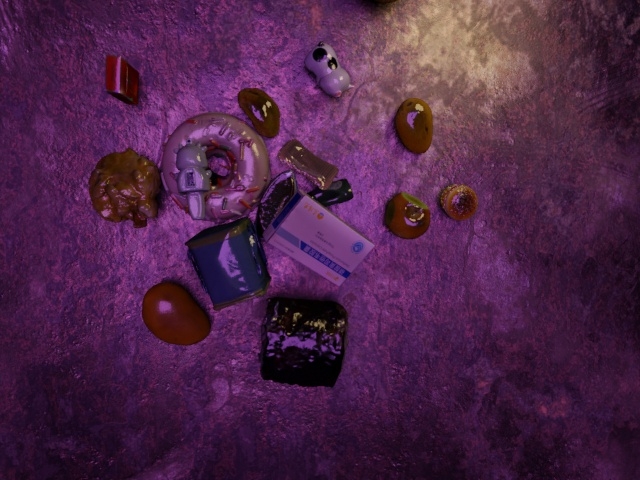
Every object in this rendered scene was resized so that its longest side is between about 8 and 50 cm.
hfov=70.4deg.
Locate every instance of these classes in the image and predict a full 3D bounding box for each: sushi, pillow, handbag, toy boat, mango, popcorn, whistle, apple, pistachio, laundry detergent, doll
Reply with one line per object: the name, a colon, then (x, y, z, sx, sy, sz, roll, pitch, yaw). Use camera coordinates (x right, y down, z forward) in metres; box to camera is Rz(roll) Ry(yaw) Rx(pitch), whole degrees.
sushi: (-0.058, 0.336, 1.520, 0.293, 0.299, 0.282, 10, 95, -5)
pillow: (-0.043, -0.263, 1.560, 0.211, 0.034, 0.135, 34, 54, -2)
handbag: (-0.294, 0.068, 1.488, 0.222, 0.263, 0.241, -17, 100, 3)
toy boat: (-0.150, -0.118, 1.550, 0.114, 0.115, 0.262, 24, 84, -1)
mango: (-0.502, 0.262, 1.553, 0.175, 0.139, 0.255, -34, 104, 2)
popcorn: (-0.619, -0.163, 1.478, 0.233, 0.192, 0.266, -34, 79, -4)
whistle: (-0.389, -0.189, 1.398, 0.101, 0.105, 0.254, -7, 90, 27)
mango: (0.335, -0.399, 1.589, 0.137, 0.098, 0.195, -26, 102, -6)
apple: (0.311, -0.085, 1.589, 0.146, 0.147, 0.164, 10, 93, -7)
pistachio: (-0.199, -0.439, 1.533, 0.110, 0.100, 0.189, -35, 97, -8)
laundry detergent: (0.004, -0.145, 1.563, 0.210, 0.137, 0.063, -19, 118, 0)
doll: (0.027, -0.574, 1.541, 0.110, 0.106, 0.181, -38, 104, -22)

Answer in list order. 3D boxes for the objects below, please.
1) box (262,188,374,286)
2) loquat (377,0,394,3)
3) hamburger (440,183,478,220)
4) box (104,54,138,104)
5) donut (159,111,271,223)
box: (0.000, 0.000, 1.530, 0.343, 0.065, 0.200, 34, 102, -32)
loquat: (0.215, -0.893, 1.465, 0.234, 0.235, 0.236, 0, 95, -5)
hamburger: (0.499, -0.139, 1.634, 0.126, 0.081, 0.141, -35, 98, -1)
box: (-0.629, -0.508, 1.449, 0.048, 0.175, 0.113, 4, 96, -5)
donut: (-0.354, -0.243, 1.518, 0.381, 0.142, 0.384, 0, 96, -4)
